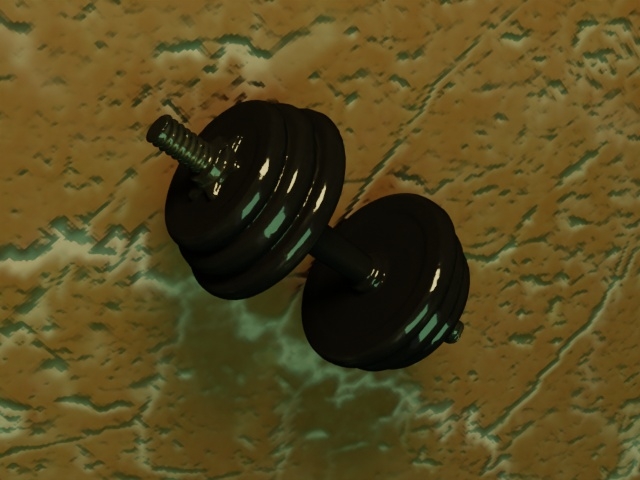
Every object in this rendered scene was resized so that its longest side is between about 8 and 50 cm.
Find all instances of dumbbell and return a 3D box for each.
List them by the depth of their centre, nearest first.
[{"bbox_3d":[0.000,0.000,0.600,0.208,0.099,0.099,35,99,-35],"label":"dumbbell"}]
